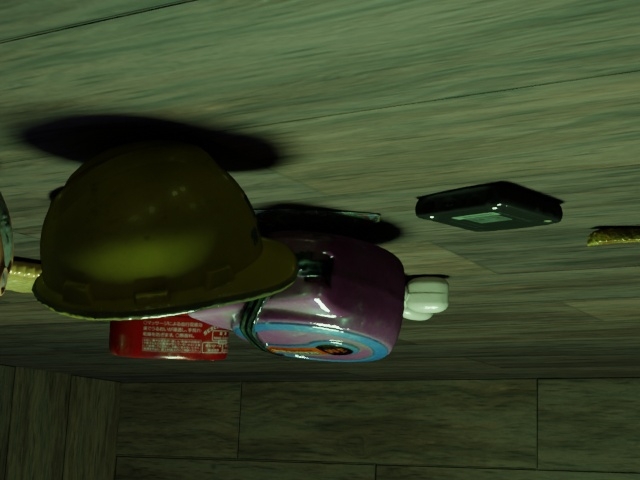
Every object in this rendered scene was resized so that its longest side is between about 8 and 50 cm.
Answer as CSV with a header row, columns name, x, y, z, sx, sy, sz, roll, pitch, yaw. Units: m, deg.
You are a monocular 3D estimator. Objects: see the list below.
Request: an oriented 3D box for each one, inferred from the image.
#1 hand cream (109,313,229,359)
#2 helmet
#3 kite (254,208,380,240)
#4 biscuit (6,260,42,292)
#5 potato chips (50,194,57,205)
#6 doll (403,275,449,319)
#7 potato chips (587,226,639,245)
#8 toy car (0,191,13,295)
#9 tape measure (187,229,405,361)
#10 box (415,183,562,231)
name,x,y,z,sx,sy,sz,roll,pitch,yaw
hand cream,-0.234,0.122,1.801,0.193,0.125,0.193,4,175,0
helmet,-0.155,-0.025,1.097,0.257,0.140,0.205,-7,-159,-3
kite,0.000,0.000,1.480,0.152,0.015,0.285,2,168,3
biscuit,-0.490,0.051,1.782,0.250,0.030,0.160,10,166,-32
potato chips,-0.213,-0.016,1.345,0.208,0.061,0.195,4,166,3
doll,0.106,0.089,1.777,0.160,0.059,0.161,5,169,-9
potato chips,0.420,-0.001,1.357,0.204,0.037,0.026,5,159,12
toy car,-0.433,0.003,1.178,0.271,0.180,0.212,-10,-172,13
tape measure,-0.017,0.062,1.431,0.232,0.149,0.245,-7,157,35
box,0.187,-0.031,1.269,0.125,0.027,0.126,13,164,-43
